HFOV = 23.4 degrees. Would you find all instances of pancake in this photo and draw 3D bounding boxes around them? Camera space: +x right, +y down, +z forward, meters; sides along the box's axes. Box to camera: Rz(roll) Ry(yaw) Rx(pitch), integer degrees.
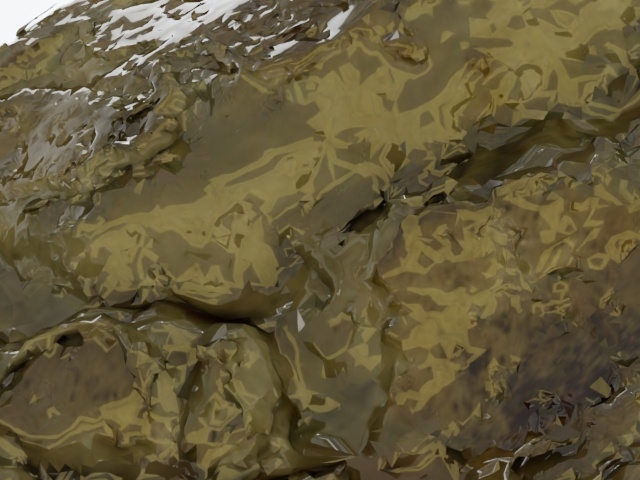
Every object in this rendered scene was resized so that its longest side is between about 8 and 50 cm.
[{"bbox_3d":[-0.001,0.001,0.495,0.387,0.082,0.387,-12,-134,13],"label":"pancake"}]
